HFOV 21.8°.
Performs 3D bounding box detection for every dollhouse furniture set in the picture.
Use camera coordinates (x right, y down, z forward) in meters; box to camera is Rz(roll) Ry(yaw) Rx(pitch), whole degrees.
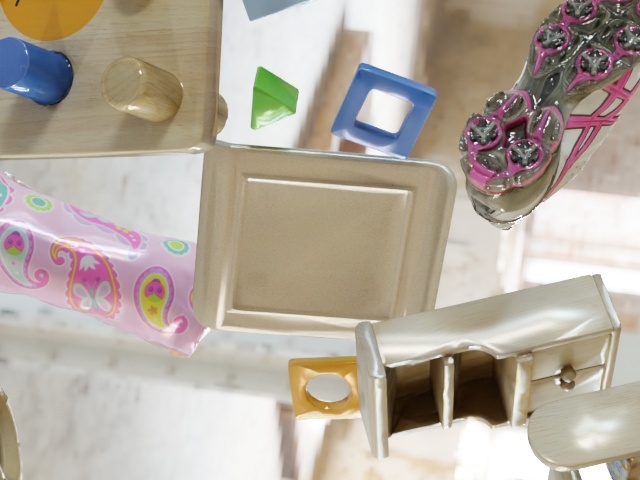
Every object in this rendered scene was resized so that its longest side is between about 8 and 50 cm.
[{"bbox_3d":[0.128,0.159,1.011,0.212,0.161,0.242,85,-9,-55],"label":"dollhouse furniture set"}]

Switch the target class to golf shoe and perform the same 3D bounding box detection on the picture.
[{"bbox_3d":[0.153,-0.088,1.039,0.186,0.067,0.086,-47,153,-14],"label":"golf shoe"}]

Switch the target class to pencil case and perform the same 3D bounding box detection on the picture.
[{"bbox_3d":[-0.231,0.018,1.605,0.124,0.284,0.124,-160,-90,-88],"label":"pencil case"}]

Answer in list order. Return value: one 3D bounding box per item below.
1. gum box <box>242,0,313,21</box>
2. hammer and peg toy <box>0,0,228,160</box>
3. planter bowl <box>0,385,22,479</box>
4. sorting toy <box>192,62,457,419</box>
[{"bbox_3d":[0.032,-0.221,1.299,0.184,0.157,0.041,-43,115,-73],"label":"gum box"},{"bbox_3d":[-0.232,-0.177,1.205,0.127,0.361,0.266,15,75,-65],"label":"hammer and peg toy"},{"bbox_3d":[-0.302,0.167,1.321,0.162,0.109,0.162,-13,90,-89],"label":"planter bowl"},{"bbox_3d":[0.000,0.000,1.321,0.047,0.196,0.347,-84,-179,-54],"label":"sorting toy"}]
